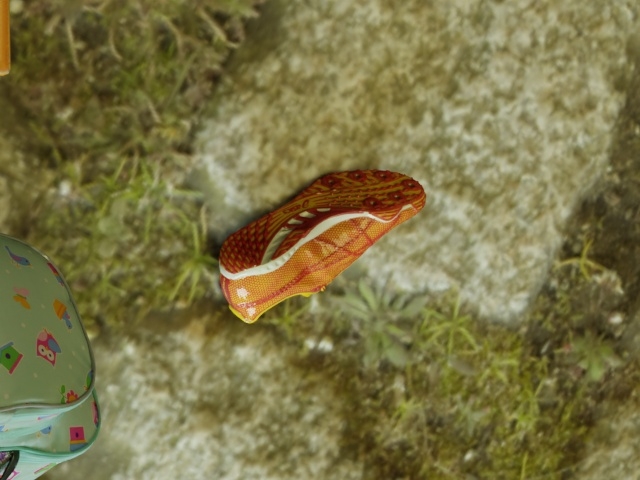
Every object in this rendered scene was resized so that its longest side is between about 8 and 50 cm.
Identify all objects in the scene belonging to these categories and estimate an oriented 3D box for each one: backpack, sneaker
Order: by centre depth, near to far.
[{"bbox_3d":[-0.221,0.077,1.210,0.144,0.166,0.188,-33,158,20],"label":"backpack"},{"bbox_3d":[0.000,0.000,1.431,0.175,0.064,0.067,-26,135,-21],"label":"sneaker"}]

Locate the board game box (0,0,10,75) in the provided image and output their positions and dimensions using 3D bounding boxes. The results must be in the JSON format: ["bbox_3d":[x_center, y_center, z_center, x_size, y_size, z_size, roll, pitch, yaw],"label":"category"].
[{"bbox_3d":[-0.358,-0.251,0.880,0.356,0.356,0.356,-2,96,-24],"label":"board game box"}]
